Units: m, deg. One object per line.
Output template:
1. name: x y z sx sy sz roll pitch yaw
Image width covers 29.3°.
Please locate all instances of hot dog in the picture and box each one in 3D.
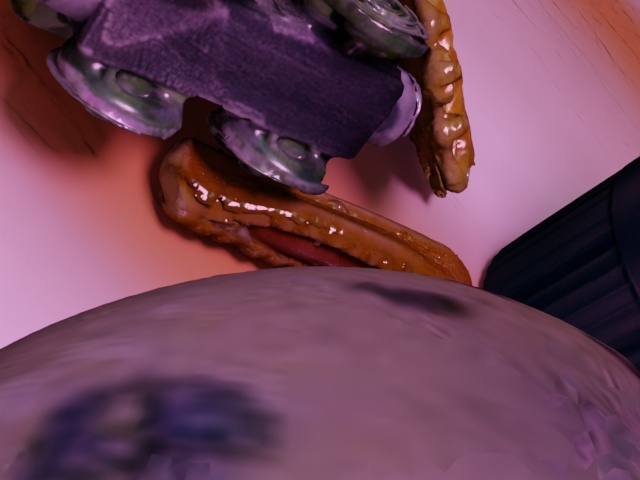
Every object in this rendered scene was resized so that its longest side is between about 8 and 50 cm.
1. hot dog: 0.000 -0.001 0.965 0.289 0.068 0.083 21 27 -28

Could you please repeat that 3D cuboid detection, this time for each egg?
1. egg: -0.002 0.177 0.479 0.428 0.345 0.345 20 51 -37

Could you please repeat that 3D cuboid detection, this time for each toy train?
1. toy train: -0.076 -0.175 0.893 0.307 0.173 0.249 18 26 -36

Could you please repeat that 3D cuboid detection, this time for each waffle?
1. waffle: 0.091 -0.149 1.058 0.291 0.051 0.291 -14 90 -87

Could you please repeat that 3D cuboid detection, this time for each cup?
1. cup: 0.332 0.066 1.069 0.242 0.292 0.308 -26 84 -50
